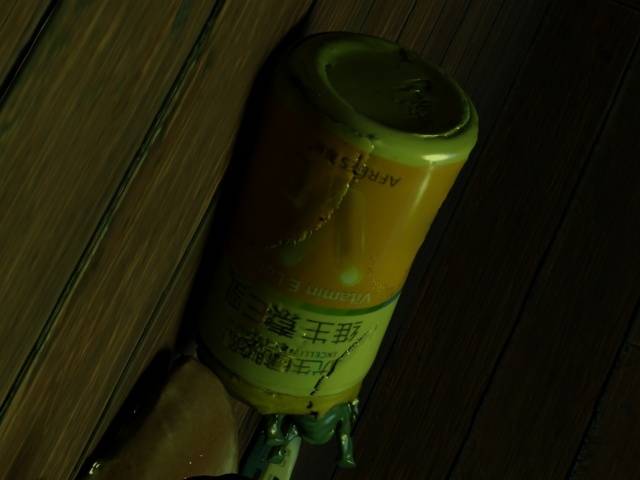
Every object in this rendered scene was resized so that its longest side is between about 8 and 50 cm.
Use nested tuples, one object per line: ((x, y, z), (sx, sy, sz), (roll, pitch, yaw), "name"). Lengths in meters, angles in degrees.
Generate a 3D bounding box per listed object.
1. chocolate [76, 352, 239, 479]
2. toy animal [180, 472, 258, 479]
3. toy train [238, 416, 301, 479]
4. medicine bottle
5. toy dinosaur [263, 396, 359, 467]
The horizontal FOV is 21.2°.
((-0.099, 0.190, 1.059), (0.161, 0.083, 0.261), (-59, 171, -39), "chocolate")
((-0.053, 0.248, 0.858), (0.185, 0.122, 0.298), (-50, 160, -45), "toy animal")
((-0.052, 0.224, 1.666), (0.234, 0.051, 0.052), (-62, 176, -30), "toy train")
((0.000, 0.000, 1.032), (0.124, 0.124, 0.239), (-56, 169, -55), "medicine bottle")
((-0.016, 0.154, 1.573), (0.292, 0.079, 0.120), (12, 80, -78), "toy dinosaur")
